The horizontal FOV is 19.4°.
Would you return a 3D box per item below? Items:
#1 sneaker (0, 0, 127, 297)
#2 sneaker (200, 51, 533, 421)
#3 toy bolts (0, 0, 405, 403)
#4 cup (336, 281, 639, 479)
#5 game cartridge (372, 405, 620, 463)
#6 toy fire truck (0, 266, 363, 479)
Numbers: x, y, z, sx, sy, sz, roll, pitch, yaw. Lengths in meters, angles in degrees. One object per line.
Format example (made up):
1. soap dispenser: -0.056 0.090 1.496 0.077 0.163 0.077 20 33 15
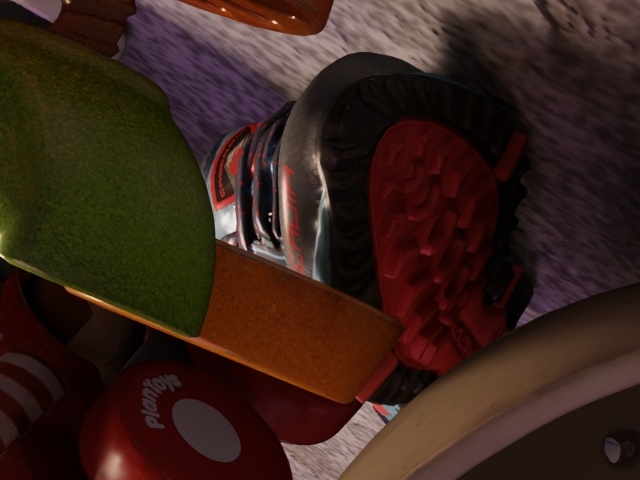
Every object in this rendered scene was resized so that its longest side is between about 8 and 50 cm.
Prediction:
1. sneaker: -0.177 -0.032 0.863 0.104 0.147 0.296 33 167 -11
2. sneaker: 0.000 0.000 0.686 0.125 0.104 0.262 30 166 16
3. toy bolts: -0.069 -0.071 0.515 0.228 0.159 0.218 19 174 33
4. cup: 0.125 0.145 0.579 0.331 0.331 0.237 34 -168 -9
5. game cartridge: 0.161 0.153 0.972 0.196 0.060 0.294 11 155 47
6. toy fire truck: -0.135 0.072 0.938 0.254 0.169 0.302 41 -153 1
